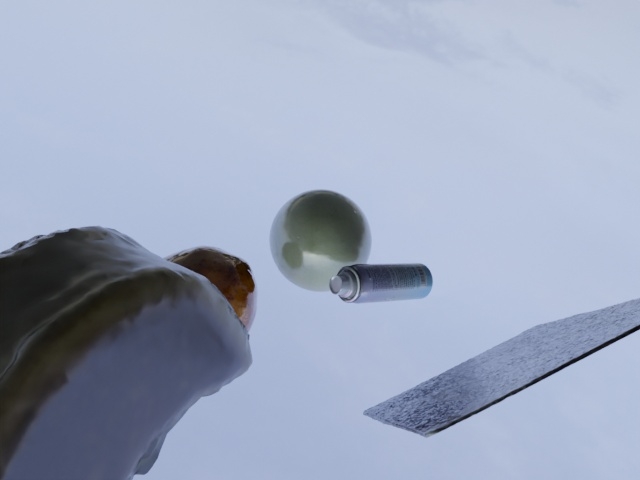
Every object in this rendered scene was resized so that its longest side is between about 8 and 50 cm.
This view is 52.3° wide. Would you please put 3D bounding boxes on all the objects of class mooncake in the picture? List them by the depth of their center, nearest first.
[{"bbox_3d":[-0.266,0.188,0.721,0.246,0.393,0.394,20,-168,25],"label":"mooncake"}]

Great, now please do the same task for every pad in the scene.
[{"bbox_3d":[0.148,0.099,0.534,0.220,0.330,0.004,-24,-100,-8],"label":"pad"}]

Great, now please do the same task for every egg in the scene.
[{"bbox_3d":[0.000,0.000,1.380,0.219,0.219,0.269,17,179,3],"label":"egg"}]

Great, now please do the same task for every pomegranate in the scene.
[{"bbox_3d":[-0.238,0.121,1.272,0.248,0.248,0.248,10,-142,-7],"label":"pomegranate"}]

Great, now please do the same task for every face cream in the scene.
[{"bbox_3d":[0.113,0.080,1.234,0.229,0.075,0.075,2,-143,-40],"label":"face cream"}]
